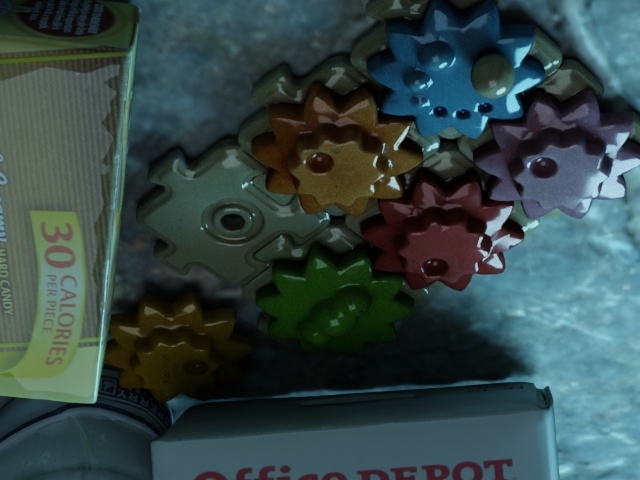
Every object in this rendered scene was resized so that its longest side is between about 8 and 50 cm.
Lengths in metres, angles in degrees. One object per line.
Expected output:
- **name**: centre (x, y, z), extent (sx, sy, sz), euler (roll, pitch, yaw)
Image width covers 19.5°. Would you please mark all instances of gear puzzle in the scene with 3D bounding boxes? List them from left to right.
- **gear puzzle**: centre (0.000, 0.000, 0.982), extent (0.339, 0.044, 0.175), euler (-34, 125, 30)

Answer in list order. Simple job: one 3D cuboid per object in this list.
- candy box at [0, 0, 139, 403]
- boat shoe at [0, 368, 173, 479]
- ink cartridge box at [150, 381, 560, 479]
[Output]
- **candy box**: centre (-0.252, -0.034, 0.885), extent (0.316, 0.087, 0.183), euler (6, 112, -4)
- **boat shoe**: centre (-0.217, 0.235, 1.141), extent (0.136, 0.156, 0.367), euler (33, 126, -27)
- **ink cartridge box**: centre (0.031, 0.244, 1.045), extent (0.226, 0.131, 0.306), euler (-5, 93, 5)
